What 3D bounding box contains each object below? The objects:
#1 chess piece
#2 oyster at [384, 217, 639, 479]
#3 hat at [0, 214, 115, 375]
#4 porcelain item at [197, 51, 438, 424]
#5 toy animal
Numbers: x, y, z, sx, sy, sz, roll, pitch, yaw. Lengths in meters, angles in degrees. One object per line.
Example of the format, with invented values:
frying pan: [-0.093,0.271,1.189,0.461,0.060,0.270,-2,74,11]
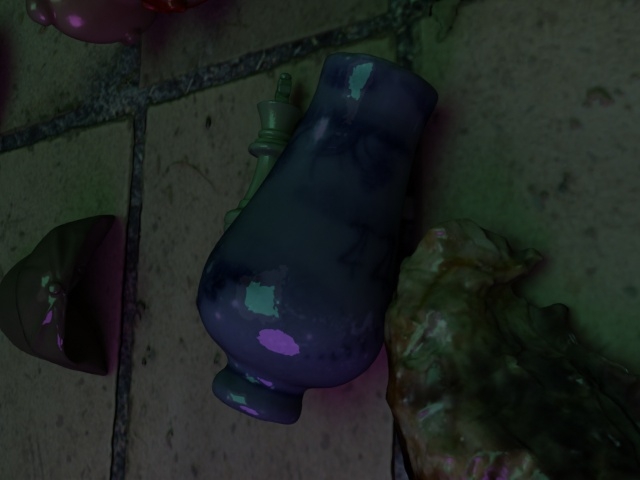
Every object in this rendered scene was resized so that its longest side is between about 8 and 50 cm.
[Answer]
chess piece: [-0.040,-0.069,0.629,0.059,0.059,0.149,1,76,38]
oyster: [0.121,0.144,0.429,0.271,0.100,0.275,22,98,42]
hat: [-0.297,0.055,0.767,0.173,0.144,0.166,-4,77,15]
porcelain item: [0.000,0.000,0.536,0.141,0.141,0.259,20,86,39]
toy animal: [-0.174,-0.277,0.702,0.197,0.171,0.171,-21,70,36]
